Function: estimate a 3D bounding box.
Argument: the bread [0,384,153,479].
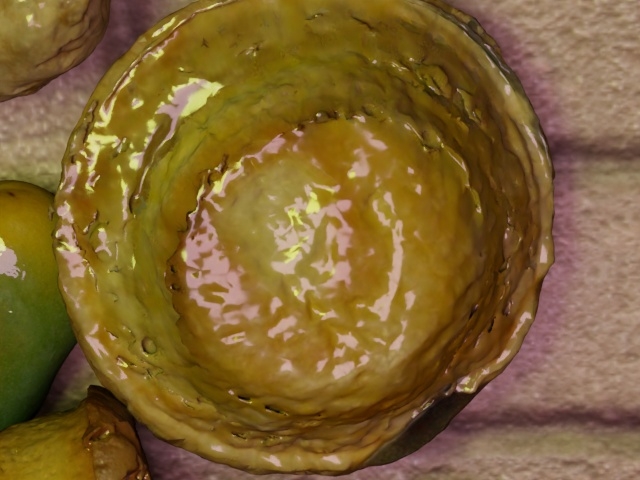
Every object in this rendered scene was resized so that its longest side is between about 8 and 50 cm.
[{"bbox_3d":[-0.217,0.208,1.556,0.160,0.260,0.147,-18,83,0],"label":"bread"}]

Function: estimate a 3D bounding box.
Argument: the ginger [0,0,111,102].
[{"bbox_3d":[-0.314,-0.157,1.462,0.354,0.190,0.126,-9,112,45],"label":"ginger"}]

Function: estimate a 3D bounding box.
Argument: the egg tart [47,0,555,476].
[{"bbox_3d":[0.000,0.000,1.474,0.443,0.178,0.443,-3,106,-10],"label":"egg tart"}]

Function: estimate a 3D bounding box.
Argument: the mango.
[{"bbox_3d":[-0.283,0.065,1.579,0.156,0.114,0.251,15,119,-15],"label":"mango"}]
